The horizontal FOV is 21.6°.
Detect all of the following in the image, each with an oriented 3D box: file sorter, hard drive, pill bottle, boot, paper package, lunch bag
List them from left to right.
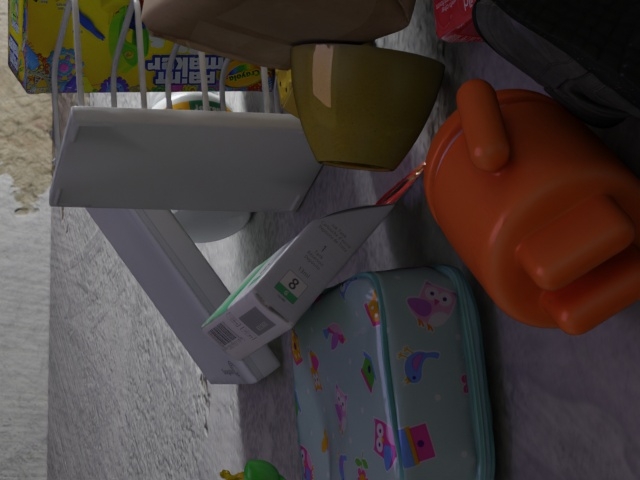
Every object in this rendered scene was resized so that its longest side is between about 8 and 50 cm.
[{"bbox_3d":[-0.195,0.022,2.053,0.353,0.047,0.233,54,163,-6],"label":"hard drive"},{"bbox_3d":[-0.143,-0.150,1.806,0.193,0.278,0.173,122,146,-61],"label":"file sorter"},{"bbox_3d":[-0.157,-0.112,2.105,0.117,0.118,0.208,115,148,-55],"label":"pill bottle"},{"bbox_3d":[-0.019,-0.323,1.454,0.325,0.168,0.309,-179,103,-73],"label":"paper package"},{"bbox_3d":[0.059,0.145,1.474,0.279,0.108,0.224,145,117,-70],"label":"lunch bag"},{"bbox_3d":[0.130,-0.146,1.044,0.083,0.246,0.161,-55,19,-11],"label":"boot"}]

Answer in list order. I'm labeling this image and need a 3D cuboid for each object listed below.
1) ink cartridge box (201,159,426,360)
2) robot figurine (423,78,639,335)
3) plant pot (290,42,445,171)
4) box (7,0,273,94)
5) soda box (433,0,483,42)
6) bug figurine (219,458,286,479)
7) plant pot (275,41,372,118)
[{"bbox_3d":[0.000,0.000,1.496,0.224,0.056,0.181,-51,5,-22],"label":"ink cartridge box"},{"bbox_3d":[0.146,-0.026,1.145,0.128,0.158,0.219,-66,27,20],"label":"robot figurine"},{"bbox_3d":[0.035,-0.110,1.446,0.134,0.134,0.095,-179,97,-72],"label":"plant pot"},{"bbox_3d":[-0.209,-0.321,1.954,0.177,0.290,0.279,-138,49,-66],"label":"box"},{"bbox_3d":[0.159,-0.209,1.155,0.263,0.083,0.092,157,109,-71],"label":"soda box"},{"bbox_3d":[0.001,0.311,1.566,0.216,0.072,0.279,51,-175,-27],"label":"bug figurine"},{"bbox_3d":[0.002,-0.161,1.650,0.081,0.083,0.081,124,140,-60],"label":"plant pot"}]
